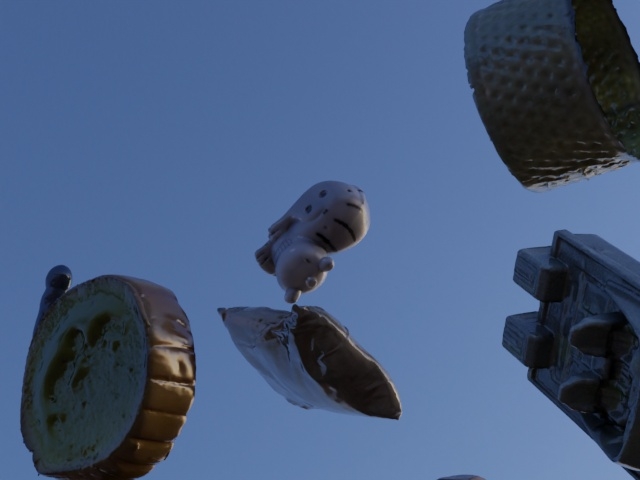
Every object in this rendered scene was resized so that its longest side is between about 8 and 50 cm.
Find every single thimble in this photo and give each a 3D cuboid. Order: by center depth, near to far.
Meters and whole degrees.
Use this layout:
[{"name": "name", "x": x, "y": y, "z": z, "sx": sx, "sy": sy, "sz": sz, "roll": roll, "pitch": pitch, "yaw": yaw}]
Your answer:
[{"name": "thimble", "x": 0.309, "y": -0.207, "z": 1.243, "sx": 0.150, "sy": 0.270, "sz": 0.271, "roll": -19, "pitch": -50, "yaw": 32}]

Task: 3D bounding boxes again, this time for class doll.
[{"name": "doll", "x": -0.346, "y": 0.091, "z": 1.248, "sx": 0.037, "sy": 0.125, "sz": 0.027, "roll": 4, "pitch": -17, "yaw": 16}]

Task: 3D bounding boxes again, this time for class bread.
[{"name": "bread", "x": -0.232, "y": 0.151, "z": 1.037, "sx": 0.236, "sy": 0.236, "sz": 0.070, "roll": -47, "pitch": -38, "yaw": 19}]

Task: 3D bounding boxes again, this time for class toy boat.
[{"name": "toy boat", "x": 0.238, "y": 0.106, "z": 0.695, "sx": 0.092, "sy": 0.319, "sz": 0.141, "roll": -3, "pitch": -67, "yaw": -20}]

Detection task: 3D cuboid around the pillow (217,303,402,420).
[{"name": "pillow", "x": -0.021, "y": 0.139, "z": 1.153, "sx": 0.067, "sy": 0.270, "sz": 0.173, "roll": -42, "pitch": -77, "yaw": -24}]

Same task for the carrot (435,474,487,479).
[{"name": "carrot", "x": 0.098, "y": 0.283, "z": 0.938, "sx": 0.082, "sy": 0.082, "sz": 0.173, "roll": 32, "pitch": -52, "yaw": -29}]

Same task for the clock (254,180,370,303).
[{"name": "clock", "x": 0.000, "y": 0.000, "z": 1.307, "sx": 0.176, "sy": 0.117, "sz": 0.080, "roll": -45, "pitch": -54, "yaw": 3}]
